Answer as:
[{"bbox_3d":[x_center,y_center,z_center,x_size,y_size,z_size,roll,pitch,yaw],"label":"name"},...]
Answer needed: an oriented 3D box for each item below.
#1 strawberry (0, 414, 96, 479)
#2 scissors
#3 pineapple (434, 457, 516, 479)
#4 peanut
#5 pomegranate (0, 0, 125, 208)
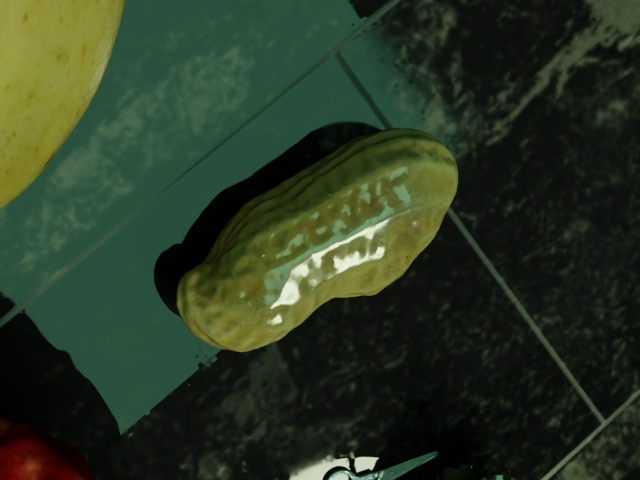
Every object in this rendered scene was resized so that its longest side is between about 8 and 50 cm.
[{"bbox_3d":[-0.170,0.271,0.568,0.295,0.345,0.317,-4,142,-29],"label":"strawberry"},{"bbox_3d":[0.042,0.159,0.826,0.083,0.006,0.036,-22,102,-13],"label":"scissors"},{"bbox_3d":[0.021,0.284,0.754,0.361,0.175,0.175,-41,107,-8],"label":"pineapple"},{"bbox_3d":[0.000,0.000,0.753,0.194,0.083,0.093,-35,141,-5],"label":"peanut"},{"bbox_3d":[-0.232,-0.144,0.554,0.319,0.319,0.319,-2,98,-17],"label":"pomegranate"}]
